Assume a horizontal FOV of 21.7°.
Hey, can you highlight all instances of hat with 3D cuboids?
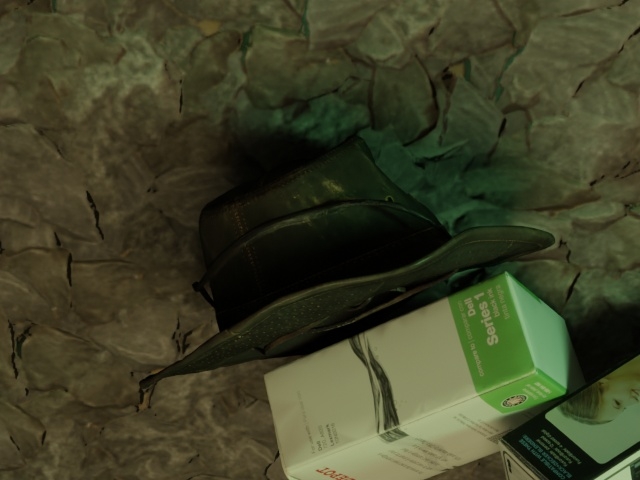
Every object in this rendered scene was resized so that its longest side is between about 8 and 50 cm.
[{"bbox_3d":[0.000,0.000,1.222,0.331,0.331,0.134,-25,81,18],"label":"hat"}]

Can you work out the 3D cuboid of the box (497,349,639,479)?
[{"bbox_3d":[0.290,0.164,1.322,0.290,0.087,0.169,-28,129,-17],"label":"box"}]

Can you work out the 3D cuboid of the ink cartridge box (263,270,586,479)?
[{"bbox_3d":[0.087,0.124,1.338,0.219,0.092,0.160,-23,154,17],"label":"ink cartridge box"}]
